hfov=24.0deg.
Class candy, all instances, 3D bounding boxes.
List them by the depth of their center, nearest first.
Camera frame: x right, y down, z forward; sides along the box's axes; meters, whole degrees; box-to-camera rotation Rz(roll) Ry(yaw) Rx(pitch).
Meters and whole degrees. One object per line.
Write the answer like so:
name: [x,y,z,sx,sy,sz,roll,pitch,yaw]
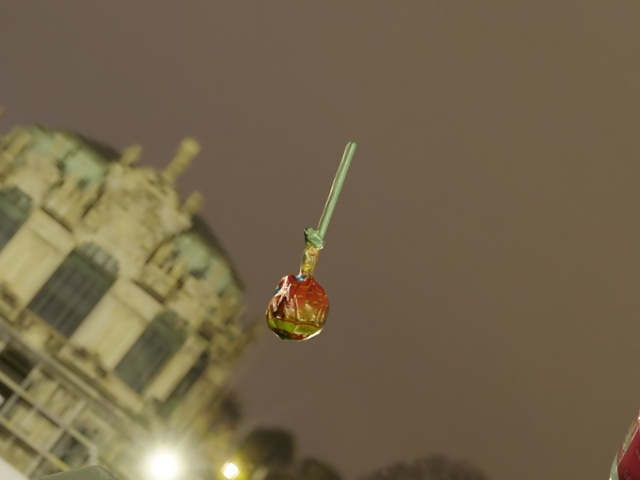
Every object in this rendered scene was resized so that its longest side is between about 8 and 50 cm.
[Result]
candy: [0.000,0.000,1.422,0.060,0.201,0.060,17,-7,2]

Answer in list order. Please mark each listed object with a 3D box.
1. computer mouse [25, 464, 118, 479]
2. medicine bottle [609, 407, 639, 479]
computer mouse: [-0.244,0.259,1.187,0.128,0.231,0.079,61,-31,36]
medicine bottle: [0.275,0.190,1.190,0.090,0.090,0.216,33,-29,16]
